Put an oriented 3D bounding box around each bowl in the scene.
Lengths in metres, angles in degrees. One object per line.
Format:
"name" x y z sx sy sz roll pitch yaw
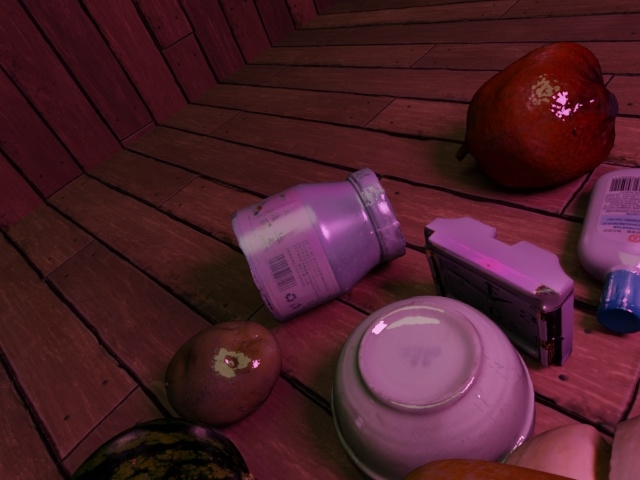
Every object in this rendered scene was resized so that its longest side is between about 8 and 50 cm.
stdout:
"bowl" 0.152 0.204 0.669 0.307 0.163 0.307 -12 42 11

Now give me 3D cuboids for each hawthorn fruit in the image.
"hawthorn fruit" 0.457 -0.253 0.955 0.295 0.295 0.311 -34 16 -12

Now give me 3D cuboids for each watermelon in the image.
"watermelon" -0.208 0.366 0.593 0.268 0.269 0.269 -14 40 12

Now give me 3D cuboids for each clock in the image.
"clock" 0.281 0.072 0.724 0.083 0.186 0.253 -39 42 -15

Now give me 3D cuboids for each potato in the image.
"potato" -0.174 0.233 0.803 0.235 0.160 0.178 -12 15 29

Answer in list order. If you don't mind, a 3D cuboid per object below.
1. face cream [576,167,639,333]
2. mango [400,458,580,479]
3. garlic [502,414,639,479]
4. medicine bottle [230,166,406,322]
"face cream" 0.526 0.006 0.759 0.163 0.080 0.337 10 50 33
"mango" 0.191 0.266 0.274 0.221 0.199 0.384 4 12 -39
"garlic" 0.324 0.302 0.452 0.286 0.249 0.313 -46 19 54
"medicine bottle" 0.000 0.000 0.908 0.289 0.245 0.245 -24 39 -4
